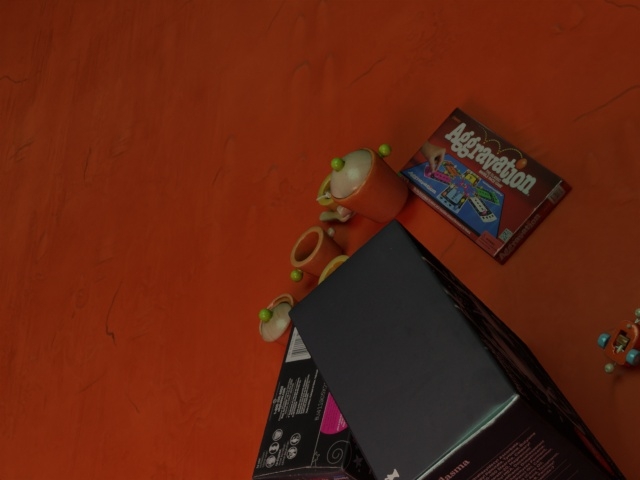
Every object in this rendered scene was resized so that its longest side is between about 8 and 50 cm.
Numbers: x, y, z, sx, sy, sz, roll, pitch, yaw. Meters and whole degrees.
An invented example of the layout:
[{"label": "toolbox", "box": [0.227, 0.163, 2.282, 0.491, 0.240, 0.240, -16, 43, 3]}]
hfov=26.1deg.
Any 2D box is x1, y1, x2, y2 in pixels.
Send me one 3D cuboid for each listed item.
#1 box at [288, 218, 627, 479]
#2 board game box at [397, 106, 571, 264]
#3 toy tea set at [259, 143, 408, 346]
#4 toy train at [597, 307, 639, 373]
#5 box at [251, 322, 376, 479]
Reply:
[{"label": "box", "box": [0.168, 0.199, 1.586, 0.179, 0.312, 0.343, -42, 39, 9]}, {"label": "board game box", "box": [0.228, -0.085, 1.997, 0.145, 0.027, 0.281, -48, 38, 1]}, {"label": "toy tea set", "box": [0.000, 0.000, 2.050, 0.200, 0.124, 0.336, -10, 52, 52]}, {"label": "toy train", "box": [0.414, 0.123, 1.630, 0.166, 0.046, 0.125, 27, 95, 46]}, {"label": "box", "box": [0.035, 0.227, 1.832, 0.163, 0.142, 0.247, -14, 49, 39]}]
